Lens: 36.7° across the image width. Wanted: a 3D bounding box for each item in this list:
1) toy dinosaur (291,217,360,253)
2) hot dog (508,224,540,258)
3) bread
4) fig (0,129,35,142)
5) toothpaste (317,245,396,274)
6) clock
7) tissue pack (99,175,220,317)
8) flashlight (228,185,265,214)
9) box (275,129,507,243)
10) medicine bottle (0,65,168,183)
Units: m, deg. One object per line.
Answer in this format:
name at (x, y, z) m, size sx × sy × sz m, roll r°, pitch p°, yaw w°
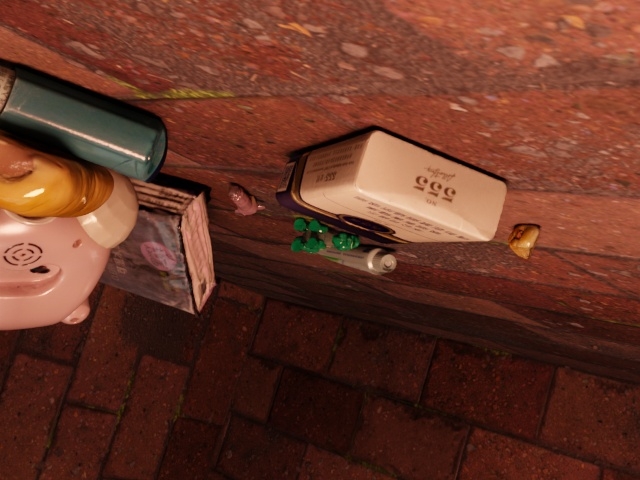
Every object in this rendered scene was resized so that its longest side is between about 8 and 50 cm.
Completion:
toy dinosaur at (0.000, 0.000, 1.670) m, size 0.096 × 0.059 × 0.132 m, roll 17°, pitch 167°, yaw -43°
hot dog at (0.247, -0.001, 1.181) m, size 0.034 × 0.030 × 0.090 m, roll 24°, pitch 174°, yaw 14°
bread at (-0.357, -0.077, 1.234) m, size 0.142 × 0.091 × 0.305 m, roll 27°, pitch -179°, yaw 0°
fig at (-0.528, -0.137, 1.528) m, size 0.186 × 0.142 × 0.148 m, roll 3°, pitch 154°, yaw 7°
toothpaste at (0.056, 0.029, 1.792) m, size 0.075 × 0.048 × 0.297 m, roll 18°, pitch 177°, yaw -24°
clock at (-0.476, -0.002, 1.501) m, size 0.342 × 0.184 × 0.326 m, roll -5°, pitch 146°, yaw -32°
tissue pack at (-0.365, -0.024, 1.720) m, size 0.361 × 0.122 × 0.259 m, roll 17°, pitch 140°, yaw 15°
flashlight at (-0.125, -0.067, 1.554) m, size 0.052 × 0.031 × 0.110 m, roll -8°, pitch 164°, yaw 9°
box at (0.068, -0.051, 1.068) m, size 0.168 × 0.071 × 0.259 m, roll 20°, pitch 171°, yaw -18°
medicine bottle at (-0.306, -0.146, 1.192) m, size 0.258 × 0.079 × 0.124 m, roll 20°, pitch 177°, yaw -18°
